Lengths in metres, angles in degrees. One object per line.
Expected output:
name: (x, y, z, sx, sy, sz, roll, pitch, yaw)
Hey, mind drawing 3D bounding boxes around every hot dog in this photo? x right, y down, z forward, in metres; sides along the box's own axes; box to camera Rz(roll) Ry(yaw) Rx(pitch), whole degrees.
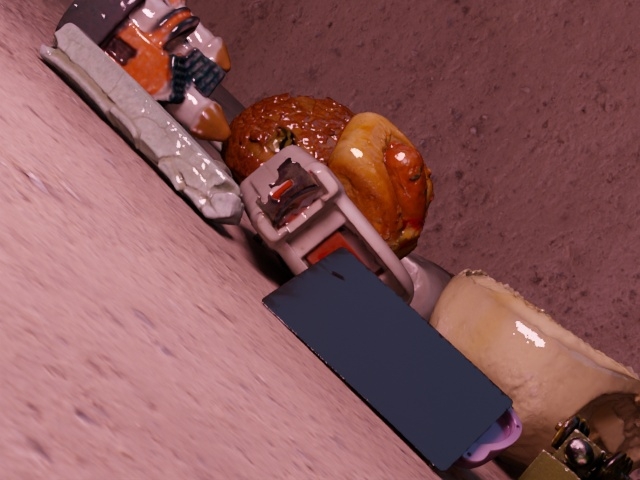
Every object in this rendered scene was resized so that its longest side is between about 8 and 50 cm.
hot dog: (0.074, -0.046, 1.888, 0.153, 0.256, 0.150, 24, 45, 6)

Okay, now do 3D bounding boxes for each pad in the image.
pad: (0.074, 0.122, 1.465, 0.265, 0.009, 0.159, 43, 42, 13)

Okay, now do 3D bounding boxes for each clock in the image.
clock: (0.137, 0.186, 1.487, 0.152, 0.050, 0.110, 46, 44, 12)

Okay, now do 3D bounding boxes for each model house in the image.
model house: (-0.223, -0.286, 2.083, 0.301, 0.190, 0.271, 44, 3, 2)

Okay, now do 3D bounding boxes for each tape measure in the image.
tape measure: (0.000, 0.000, 1.696, 0.265, 0.130, 0.258, 52, -2, -15)

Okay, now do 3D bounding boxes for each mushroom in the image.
mushroom: (0.167, 0.092, 2.300, 0.177, 0.126, 0.397, 36, 5, 25)

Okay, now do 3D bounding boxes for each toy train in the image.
toy train: (0.291, 0.282, 1.590, 0.090, 0.137, 0.225, 40, 0, 21)

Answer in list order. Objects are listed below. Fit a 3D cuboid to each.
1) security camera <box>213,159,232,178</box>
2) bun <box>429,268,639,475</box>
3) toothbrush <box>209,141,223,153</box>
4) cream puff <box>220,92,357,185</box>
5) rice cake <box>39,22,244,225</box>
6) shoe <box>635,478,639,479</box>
security camera: (-0.152, -0.081, 1.760, 0.058, 0.058, 0.092, 41, -6, -18)
bun: (0.287, 0.202, 1.844, 0.364, 0.202, 0.364, 36, 5, -4)
toothbrush: (-0.139, -0.136, 2.377, 0.418, 0.040, 0.042, 48, 30, 18)
cream puff: (-0.014, -0.122, 2.187, 0.303, 0.212, 0.303, 38, 0, 0)
rice cake: (-0.213, -0.141, 1.658, 0.336, 0.063, 0.066, 43, 1, 17)
shoe: (0.560, 0.486, 2.207, 0.137, 0.095, 0.245, 45, 8, -17)
